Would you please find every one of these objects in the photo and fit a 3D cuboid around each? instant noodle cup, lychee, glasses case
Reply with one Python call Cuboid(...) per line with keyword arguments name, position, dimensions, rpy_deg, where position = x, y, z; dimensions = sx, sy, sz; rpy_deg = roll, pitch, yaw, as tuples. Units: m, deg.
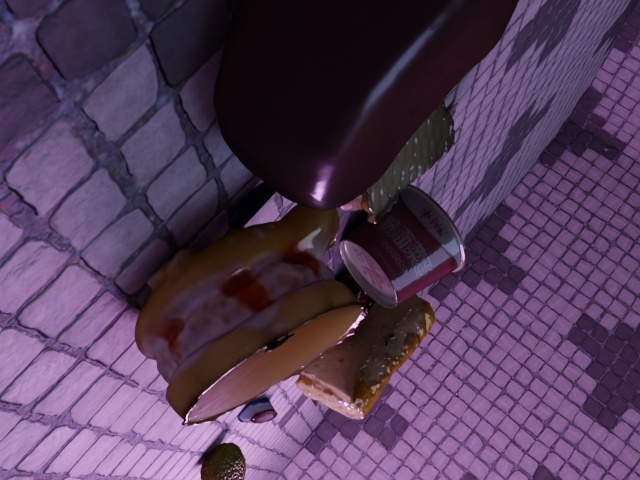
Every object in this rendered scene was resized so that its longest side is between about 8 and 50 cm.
Cuboid(name="instant noodle cup", position=(0.165, 0.021, 1.390), dimensions=(0.178, 0.235, 0.234), rpy_deg=(-37, 160, -18))
Cuboid(name="lychee", position=(-0.242, 0.570, 1.630), dimensions=(0.114, 0.114, 0.146), rpy_deg=(-2, 109, -70))
Cuboid(name="glasses case", position=(-0.092, -0.047, 0.857), dimensions=(0.083, 0.023, 0.033), rpy_deg=(-49, 166, -11))

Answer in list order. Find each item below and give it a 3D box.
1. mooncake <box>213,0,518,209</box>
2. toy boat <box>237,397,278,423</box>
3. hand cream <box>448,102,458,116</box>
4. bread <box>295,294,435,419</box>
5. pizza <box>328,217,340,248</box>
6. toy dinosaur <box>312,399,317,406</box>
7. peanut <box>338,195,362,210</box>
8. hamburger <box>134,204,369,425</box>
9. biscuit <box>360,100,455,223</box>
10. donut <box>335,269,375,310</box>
Cuboid(name="mooncake", position=(0.054, -0.200, 0.663), dimensions=(0.334, 0.174, 0.325), rpy_deg=(-36, 161, -52))
Cuboid(name="toy boat", position=(-0.157, 0.453, 1.737), dimensions=(0.080, 0.046, 0.229), rpy_deg=(-54, 163, -5))
Cuboid(name="hand cream", position=(0.251, -0.234, 1.397), dimensions=(0.143, 0.039, 0.061), rpy_deg=(-48, 162, -32))
Cuboid(name="bread", position=(0.123, 0.286, 1.758), dimensions=(0.375, 0.237, 0.165), rpy_deg=(-43, 130, -32))
Cuboid(name="pizza", position=(0.000, 0.000, 1.210), dimensions=(0.123, 0.026, 0.109), rpy_deg=(-54, 159, 6))
Cuboid(name="toy dinosaur", position=(0.041, 0.357, 1.956), dimensions=(0.206, 0.113, 0.327), rpy_deg=(-53, 166, 3))
Cuboid(name="peanut", position=(0.082, -0.099, 1.141), dimensions=(0.152, 0.076, 0.076), rpy_deg=(-35, 157, -32))
Cuboid(name="hamburger", position=(-0.083, 0.078, 0.831), dimensions=(0.303, 0.186, 0.261), rpy_deg=(-35, 164, 10))
Cuboid(name="biscuit", position=(0.138, -0.171, 1.090), dimensions=(0.273, 0.036, 0.187), rpy_deg=(-41, 132, -36))
Cuboid(name="donut", position=(0.066, 0.156, 1.624), dimensions=(0.235, 0.089, 0.235), rpy_deg=(-47, 163, -19))
